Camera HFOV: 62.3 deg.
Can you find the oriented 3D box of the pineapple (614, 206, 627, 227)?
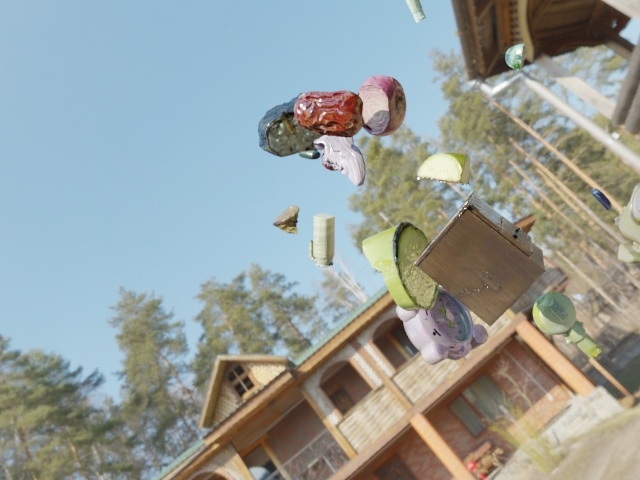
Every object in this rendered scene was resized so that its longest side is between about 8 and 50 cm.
[{"bbox_3d":[0.953,-0.117,1.381,0.340,0.169,0.169,-46,-24,18],"label":"pineapple"}]

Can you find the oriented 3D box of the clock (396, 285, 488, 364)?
[{"bbox_3d":[0.436,0.293,1.921,0.322,0.295,0.113,-12,-23,-45],"label":"clock"}]

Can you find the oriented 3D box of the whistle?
[{"bbox_3d":[0.602,0.208,1.282,0.104,0.198,0.057,-47,1,-16],"label":"whistle"}]

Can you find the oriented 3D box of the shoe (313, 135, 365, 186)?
[{"bbox_3d":[0.073,-0.294,1.905,0.137,0.245,0.095,-20,-21,-4],"label":"shoe"}]

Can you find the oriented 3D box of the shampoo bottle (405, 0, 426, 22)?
[{"bbox_3d":[0.283,-0.794,1.693,0.041,0.069,0.191,-37,-67,-16],"label":"shampoo bottle"}]

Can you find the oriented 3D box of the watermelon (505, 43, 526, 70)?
[{"bbox_3d":[0.653,-0.610,1.755,0.061,0.085,0.085,-9,-35,-17],"label":"watermelon"}]

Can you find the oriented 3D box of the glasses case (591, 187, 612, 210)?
[{"bbox_3d":[0.874,-0.128,1.639,0.023,0.083,0.033,-43,3,37],"label":"glasses case"}]

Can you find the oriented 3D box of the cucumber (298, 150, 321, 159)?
[{"bbox_3d":[-0.039,-0.358,2.201,0.048,0.105,0.048,-21,-59,-41],"label":"cucumber"}]

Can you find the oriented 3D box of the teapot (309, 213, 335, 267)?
[{"bbox_3d":[0.000,0.000,2.051,0.077,0.107,0.200,-22,-63,-55],"label":"teapot"}]

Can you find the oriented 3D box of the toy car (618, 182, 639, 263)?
[{"bbox_3d":[0.765,0.031,1.064,0.336,0.242,0.226,-79,-7,-58],"label":"toy car"}]

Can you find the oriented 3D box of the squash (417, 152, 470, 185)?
[{"bbox_3d":[0.441,-0.213,1.615,0.252,0.169,0.093,1,-81,-38],"label":"squash"}]

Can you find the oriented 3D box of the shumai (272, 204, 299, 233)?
[{"bbox_3d":[-0.144,-0.089,2.354,0.123,0.139,0.105,-62,-38,-44],"label":"shumai"}]

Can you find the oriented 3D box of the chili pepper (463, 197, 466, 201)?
[{"bbox_3d":[0.433,-0.049,1.391,0.063,0.272,0.071,-43,-59,10],"label":"chili pepper"}]

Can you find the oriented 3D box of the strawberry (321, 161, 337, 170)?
[{"bbox_3d":[0.053,-0.351,2.297,0.106,0.106,0.106,-33,-25,-18],"label":"strawberry"}]

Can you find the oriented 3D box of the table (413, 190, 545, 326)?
[{"bbox_3d":[0.331,0.028,1.079,0.172,0.193,0.169,-53,-9,23],"label":"table"}]

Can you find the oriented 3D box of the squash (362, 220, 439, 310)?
[{"bbox_3d":[0.191,0.074,1.274,0.133,0.220,0.220,-22,-14,28],"label":"squash"}]

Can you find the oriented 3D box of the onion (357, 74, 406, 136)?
[{"bbox_3d":[0.224,-0.482,1.883,0.200,0.207,0.200,-29,-1,-1],"label":"onion"}]

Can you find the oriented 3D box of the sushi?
[{"bbox_3d":[-0.077,-0.443,2.030,0.350,0.171,0.211,-25,-59,-12],"label":"sushi"}]

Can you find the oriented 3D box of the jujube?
[{"bbox_3d":[0.032,-0.421,1.750,0.155,0.230,0.155,9,-90,-79],"label":"jujube"}]
